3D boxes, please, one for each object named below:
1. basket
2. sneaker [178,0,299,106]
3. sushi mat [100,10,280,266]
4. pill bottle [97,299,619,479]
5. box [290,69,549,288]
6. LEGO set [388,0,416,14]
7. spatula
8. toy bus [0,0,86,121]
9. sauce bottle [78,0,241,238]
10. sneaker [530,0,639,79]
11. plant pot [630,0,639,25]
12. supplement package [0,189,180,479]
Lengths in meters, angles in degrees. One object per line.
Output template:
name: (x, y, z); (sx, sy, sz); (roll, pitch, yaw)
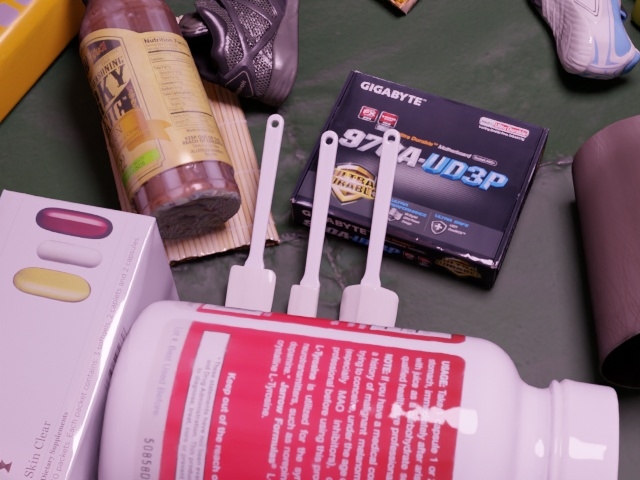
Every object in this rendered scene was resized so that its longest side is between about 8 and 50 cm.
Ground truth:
basket: (0.333, 0.004, 1.285); (0.204, 0.154, 0.226); (-9, 57, -4)
sneaker: (-0.092, -0.259, 1.462); (0.130, 0.087, 0.227); (12, 63, -22)
sushi mat: (-0.153, -0.114, 1.439); (0.151, 0.019, 0.316); (-14, 61, -5)
pill bottle: (0.035, 0.184, 1.146); (0.408, 0.229, 0.229); (7, 61, 6)
box: (0.102, -0.065, 1.383); (0.220, 0.051, 0.175); (19, 64, 13)
LEGO set: (0.024, -0.387, 1.534); (0.132, 0.107, 0.287); (-12, 61, -5)
spatula: (0.000, 0.000, 1.330); (0.168, 0.019, 0.242); (7, 81, 12)
toy bus: (-0.399, -0.170, 1.429); (0.130, 0.108, 0.332); (28, 65, 15)
sauce bottle: (-0.182, -0.170, 1.377); (0.111, 0.111, 0.344); (-19, 69, -8)
sneaker: (0.284, -0.270, 1.484); (0.086, 0.085, 0.237); (6, 54, -25)
plant pot: (0.429, -0.355, 1.443); (0.228, 0.227, 0.207); (-8, 68, -3)
supplement package: (-0.236, 0.124, 1.203); (0.145, 0.204, 0.261); (10, 62, 8)
